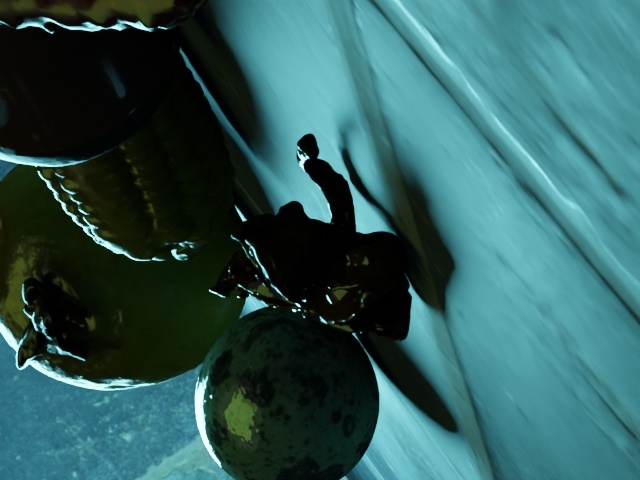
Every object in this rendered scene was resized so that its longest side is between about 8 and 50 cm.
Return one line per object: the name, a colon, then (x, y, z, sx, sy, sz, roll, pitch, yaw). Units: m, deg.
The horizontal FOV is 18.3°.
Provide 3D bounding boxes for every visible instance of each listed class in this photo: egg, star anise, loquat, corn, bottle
egg: (-0.024, 0.110, 1.417, 0.132, 0.132, 0.172, 53, 164, 24)
star anise: (0.000, 0.000, 0.931, 0.097, 0.070, 0.191, 26, 167, 10)
loquat: (-0.173, 0.020, 1.645, 0.244, 0.244, 0.244, 54, 174, 8)
corn: (-0.161, -0.129, 1.222, 0.363, 0.120, 0.120, 58, 174, -32)
bottle: (-0.170, -0.164, 0.962, 0.144, 0.144, 0.336, 53, 174, 23)

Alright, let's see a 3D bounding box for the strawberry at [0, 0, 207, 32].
strawberry: (-0.106, -0.160, 0.734, 0.236, 0.107, 0.175, 53, 137, 10)
